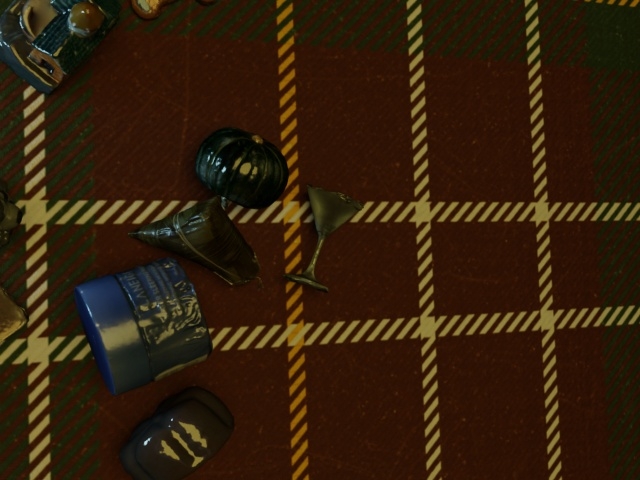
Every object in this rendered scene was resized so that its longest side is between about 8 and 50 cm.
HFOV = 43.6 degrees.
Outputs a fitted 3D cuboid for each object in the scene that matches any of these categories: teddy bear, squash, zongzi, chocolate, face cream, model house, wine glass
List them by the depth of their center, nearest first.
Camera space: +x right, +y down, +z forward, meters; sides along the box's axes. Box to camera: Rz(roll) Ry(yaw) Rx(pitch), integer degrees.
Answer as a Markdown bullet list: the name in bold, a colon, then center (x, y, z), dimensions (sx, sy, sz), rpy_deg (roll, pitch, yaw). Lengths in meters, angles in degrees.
- **teddy bear**: center (-0.682, -0.033, 1.620), dimensions (0.144, 0.251, 0.171), rpy_deg (5, 99, -19)
- **chocolate**: center (-0.753, 0.183, 1.648), dimensions (0.261, 0.083, 0.161), rpy_deg (-39, 117, -18)
- **model house**: center (-0.537, -0.475, 1.669), dimensions (0.190, 0.301, 0.271), rpy_deg (43, 73, -20)
- **face cream**: center (-0.377, 0.176, 1.705), dimensions (0.225, 0.249, 0.249), rpy_deg (-20, 94, -24)
- **squash**: center (-0.180, -0.163, 1.825), dimensions (0.218, 0.172, 0.218), rpy_deg (29, 32, -20)
- **zongzi**: center (-0.280, 0.030, 1.843), dimensions (0.247, 0.241, 0.111), rpy_deg (57, 30, -34)
- **wine glass**: center (0.000, 0.000, 1.921), dimensions (0.156, 0.156, 0.232), rpy_deg (22, 83, -18)

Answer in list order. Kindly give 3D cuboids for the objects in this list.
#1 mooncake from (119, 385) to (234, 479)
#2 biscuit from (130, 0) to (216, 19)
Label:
- **mooncake**: center (-0.310, 0.425, 1.725), dimensions (0.245, 0.245, 0.133), rpy_deg (-43, 100, -18)
- **biscuit**: center (-0.315, -0.656, 1.894), dimensions (0.324, 0.049, 0.205), rpy_deg (-22, 93, -23)
